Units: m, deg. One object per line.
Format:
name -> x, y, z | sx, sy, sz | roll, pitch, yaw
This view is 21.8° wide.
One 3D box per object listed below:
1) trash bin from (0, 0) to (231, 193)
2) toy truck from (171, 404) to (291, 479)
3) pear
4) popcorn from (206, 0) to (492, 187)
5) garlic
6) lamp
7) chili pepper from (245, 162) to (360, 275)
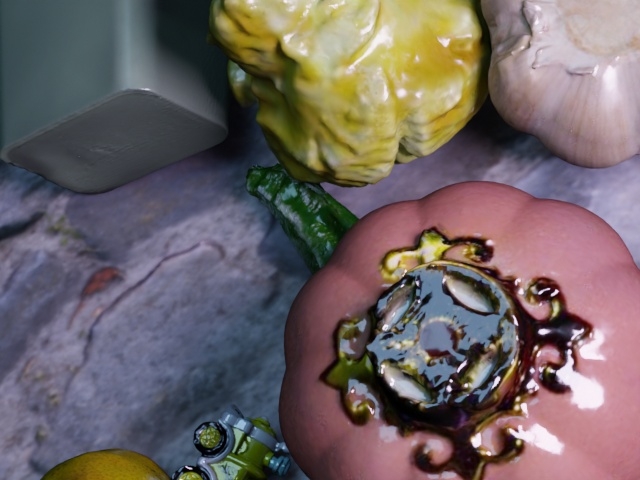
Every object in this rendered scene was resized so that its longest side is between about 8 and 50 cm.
trash bin -> -0.196, -0.241, 1.558 | 0.223, 0.158, 0.343 | -20, 59, 37
toy truck -> -0.071, 0.194, 1.367 | 0.077, 0.076, 0.111 | 24, 75, 14
pear -> -0.188, 0.234, 1.381 | 0.141, 0.104, 0.141 | -8, 64, 17
popcorn -> 0.019, -0.189, 1.383 | 0.225, 0.276, 0.276 | -41, 55, -14
garlic -> 0.240, -0.163, 1.330 | 0.228, 0.152, 0.227 | -1, 85, 8
lamp -> 0.110, 0.098, 1.217 | 0.305, 0.239, 0.305 | -5, 72, 16
chili pepper -> 0.000, 0.000, 1.434 | 0.088, 0.059, 0.227 | -48, 54, 1
